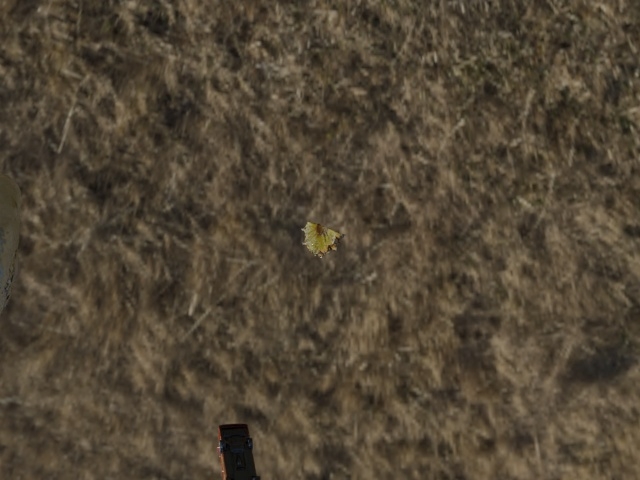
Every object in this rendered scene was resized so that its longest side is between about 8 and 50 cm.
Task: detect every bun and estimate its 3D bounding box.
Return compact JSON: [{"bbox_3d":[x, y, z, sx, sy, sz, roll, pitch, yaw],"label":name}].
[{"bbox_3d":[-0.594,0.016,1.697,0.168,0.273,0.273,12,134,-19],"label":"bun"}]

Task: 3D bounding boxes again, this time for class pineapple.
[{"bbox_3d":[0.000,0.000,1.395,0.019,0.083,0.045,22,93,-37],"label":"pineapple"}]

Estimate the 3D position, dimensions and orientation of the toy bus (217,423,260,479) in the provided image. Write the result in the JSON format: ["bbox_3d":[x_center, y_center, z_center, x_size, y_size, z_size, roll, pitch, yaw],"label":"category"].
[{"bbox_3d":[-0.072,0.211,0.888,0.031,0.110,0.043,-1,119,-11],"label":"toy bus"}]
